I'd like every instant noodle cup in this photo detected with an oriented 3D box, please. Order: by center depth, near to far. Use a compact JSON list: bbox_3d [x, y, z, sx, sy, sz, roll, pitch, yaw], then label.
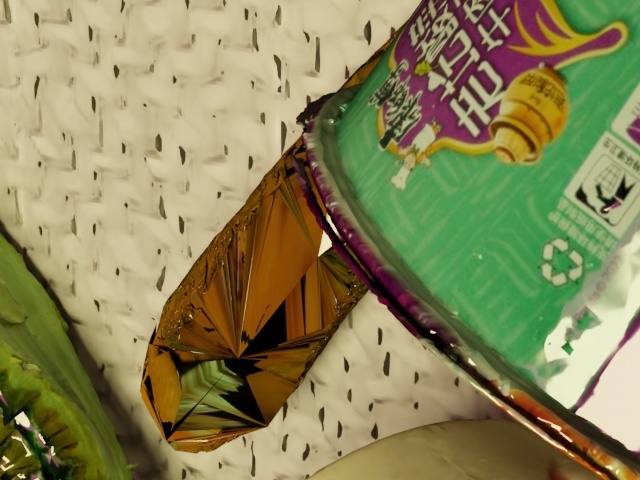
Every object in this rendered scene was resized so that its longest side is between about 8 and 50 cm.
[{"bbox_3d":[0.144,-0.051,0.472,0.251,0.251,0.190,36,113,16],"label":"instant noodle cup"}]

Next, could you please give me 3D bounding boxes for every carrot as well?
[{"bbox_3d":[0.000,-0.001,0.677,0.069,0.069,0.229,46,123,10],"label":"carrot"}]

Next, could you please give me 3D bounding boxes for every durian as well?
[{"bbox_3d":[-0.179,0.047,0.761,0.106,0.132,0.375,-34,82,22],"label":"durian"}]

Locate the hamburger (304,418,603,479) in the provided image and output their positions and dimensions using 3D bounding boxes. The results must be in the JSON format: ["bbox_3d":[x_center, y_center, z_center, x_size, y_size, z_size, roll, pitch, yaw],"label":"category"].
[{"bbox_3d":[0.040,0.204,0.629,0.151,0.227,0.295,41,126,38],"label":"hamburger"}]
